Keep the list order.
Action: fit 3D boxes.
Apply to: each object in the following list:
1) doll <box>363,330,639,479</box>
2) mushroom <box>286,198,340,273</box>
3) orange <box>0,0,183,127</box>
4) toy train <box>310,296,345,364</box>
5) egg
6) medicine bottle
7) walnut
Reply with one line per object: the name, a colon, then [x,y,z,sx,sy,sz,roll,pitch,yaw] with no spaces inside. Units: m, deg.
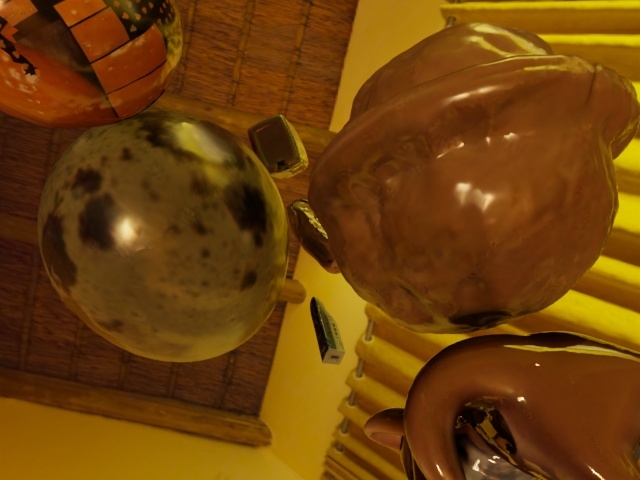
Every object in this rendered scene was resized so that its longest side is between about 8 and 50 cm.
doll: [0.181,0.215,0.486,0.317,0.209,0.340,-16,-25,-19]
mushroom: [0.001,-0.001,1.088,0.072,0.210,0.094,-16,-41,-40]
orange: [-0.241,-0.202,0.442,0.234,0.234,0.182,-5,-50,-48]
toy train: [0.013,0.228,1.297,0.051,0.234,0.052,14,-65,-18]
egg: [-0.218,0.007,0.755,0.345,0.345,0.428,-49,-27,-23]
medicine bottle: [-0.088,-0.206,1.130,0.188,0.094,0.119,-16,-97,-82]
walnut: [0.167,-0.064,0.602,0.383,0.383,0.384,-23,-57,-42]
